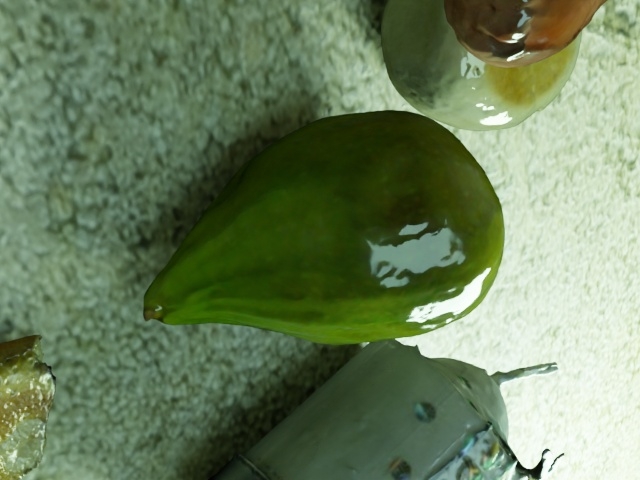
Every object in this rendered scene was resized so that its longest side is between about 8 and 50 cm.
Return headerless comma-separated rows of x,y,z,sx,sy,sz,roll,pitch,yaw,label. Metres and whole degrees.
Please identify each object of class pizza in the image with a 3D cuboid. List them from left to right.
-0.230,0.123,0.654,0.160,0.036,0.099,-35,133,-17,pizza

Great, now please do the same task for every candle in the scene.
0.067,0.175,0.837,0.330,0.187,0.187,-40,135,-16,candle

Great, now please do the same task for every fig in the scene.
0.009,-0.010,0.709,0.234,0.167,0.167,7,117,-3,fig

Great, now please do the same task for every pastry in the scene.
0.117,-0.152,0.739,0.156,0.092,0.156,-19,119,-38,pastry

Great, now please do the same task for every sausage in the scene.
0.206,-0.225,0.692,0.419,0.094,0.094,-40,112,-37,sausage
